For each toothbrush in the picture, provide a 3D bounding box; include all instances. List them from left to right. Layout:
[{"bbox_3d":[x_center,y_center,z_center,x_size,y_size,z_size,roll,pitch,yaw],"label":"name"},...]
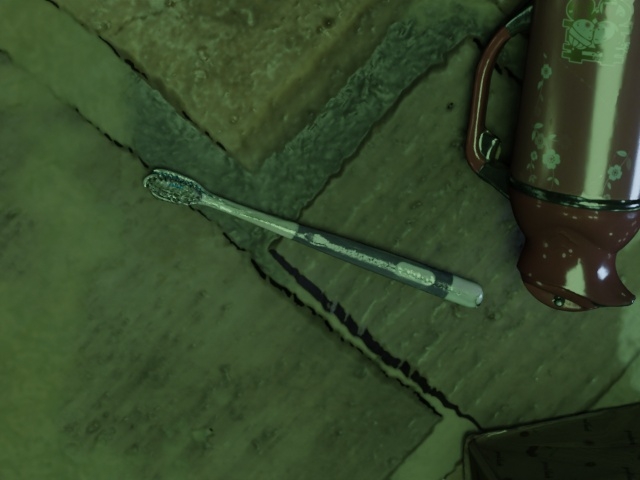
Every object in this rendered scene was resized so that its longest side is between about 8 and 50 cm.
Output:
[{"bbox_3d":[0.000,0.000,1.098,0.288,0.026,0.024,20,100,-16],"label":"toothbrush"}]

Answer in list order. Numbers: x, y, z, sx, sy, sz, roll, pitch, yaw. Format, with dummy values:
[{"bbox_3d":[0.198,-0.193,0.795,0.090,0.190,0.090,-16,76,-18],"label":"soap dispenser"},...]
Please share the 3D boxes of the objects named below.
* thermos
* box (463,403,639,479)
[{"bbox_3d":[0.189,-0.106,1.054,0.136,0.109,0.330,2,106,-11],"label":"thermos"},{"bbox_3d":[0.289,0.251,1.117,0.297,0.225,0.190,-9,108,-8],"label":"box"}]
